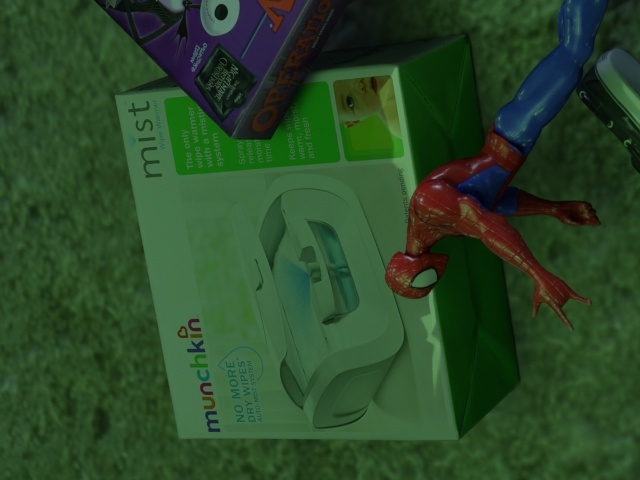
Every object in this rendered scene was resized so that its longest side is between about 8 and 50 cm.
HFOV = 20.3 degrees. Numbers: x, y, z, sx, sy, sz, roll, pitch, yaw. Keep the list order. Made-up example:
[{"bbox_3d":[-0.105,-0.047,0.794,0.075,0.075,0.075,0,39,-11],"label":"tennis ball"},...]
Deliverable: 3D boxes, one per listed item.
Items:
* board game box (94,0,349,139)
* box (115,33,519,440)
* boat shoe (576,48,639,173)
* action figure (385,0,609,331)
[{"bbox_3d":[-0.027,-0.262,1.137,0.208,0.056,0.347,43,117,25],"label":"board game box"},{"bbox_3d":[0.000,0.000,1.274,0.231,0.127,0.262,-2,104,28],"label":"box"},{"bbox_3d":[0.223,-0.061,1.177,0.040,0.049,0.142,-44,75,37],"label":"boat shoe"},{"bbox_3d":[0.158,-0.056,1.116,0.139,0.091,0.280,40,92,4],"label":"action figure"}]
